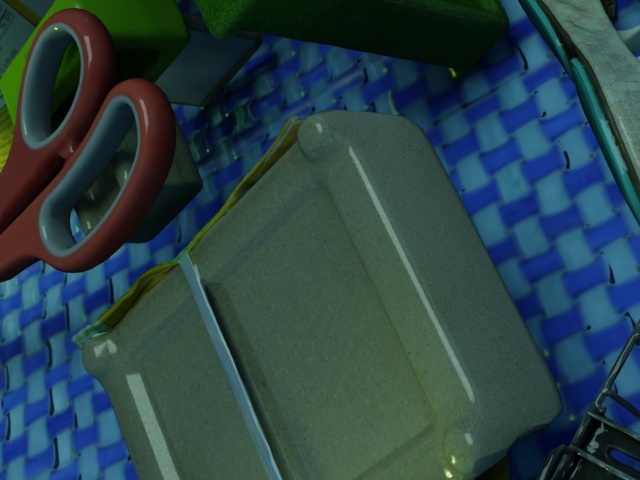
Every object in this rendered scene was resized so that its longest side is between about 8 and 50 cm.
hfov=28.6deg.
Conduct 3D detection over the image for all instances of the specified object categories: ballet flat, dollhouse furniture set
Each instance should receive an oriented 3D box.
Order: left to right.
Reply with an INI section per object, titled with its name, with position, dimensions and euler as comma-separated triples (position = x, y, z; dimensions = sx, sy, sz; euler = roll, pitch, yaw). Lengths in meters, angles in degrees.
[dollhouse furniture set]
position = 0.000, 0.000, 0.564
dimensions = 0.197, 0.151, 0.301
euler = -42, 61, 36
[ballet flat]
position = 0.126, -0.076, 0.523
dimensions = 0.052, 0.057, 0.168
euler = -25, 51, 10

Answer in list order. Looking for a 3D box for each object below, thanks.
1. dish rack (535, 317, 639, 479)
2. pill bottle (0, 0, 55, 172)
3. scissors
[dish rack]
position = 0.196, 0.044, 0.389
dimensions = 0.208, 0.074, 0.271
euler = 25, 82, 44
[pill bottle]
position = -0.190, -0.112, 0.670
dimensions = 0.117, 0.208, 0.118
euler = -18, 55, 27
[scissors]
position = -0.159, 0.015, 0.599
dimensions = 0.297, 0.021, 0.109
euler = -48, 60, 32
